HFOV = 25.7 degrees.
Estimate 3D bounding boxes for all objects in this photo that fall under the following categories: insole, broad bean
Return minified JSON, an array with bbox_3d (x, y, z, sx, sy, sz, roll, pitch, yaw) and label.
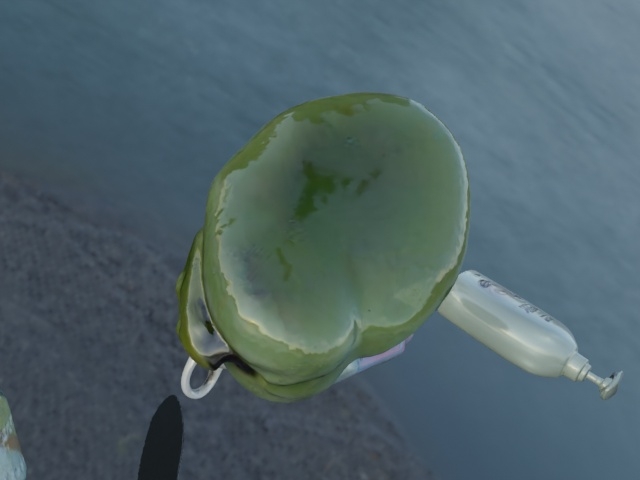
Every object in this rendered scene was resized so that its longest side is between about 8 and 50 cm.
[{"bbox_3d":[-0.097,0.157,0.856,0.002,0.053,0.153,28,33,-27],"label":"insole"},{"bbox_3d":[0.000,0.000,0.903,0.228,0.100,0.169,-37,74,-21],"label":"broad bean"}]

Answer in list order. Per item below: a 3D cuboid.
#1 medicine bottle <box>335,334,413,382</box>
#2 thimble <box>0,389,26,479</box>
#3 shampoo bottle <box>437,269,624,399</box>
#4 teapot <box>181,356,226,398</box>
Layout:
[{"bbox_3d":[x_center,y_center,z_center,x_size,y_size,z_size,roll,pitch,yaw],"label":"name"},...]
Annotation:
[{"bbox_3d":[0.035,0.117,1.722,0.188,0.119,0.094,-16,84,-54],"label":"medicine bottle"},{"bbox_3d":[-0.540,0.307,1.925,0.254,0.167,0.288,-15,8,-7],"label":"thimble"},{"bbox_3d":[0.169,0.080,1.118,0.152,0.045,0.077,35,15,21],"label":"shampoo bottle"},{"bbox_3d":[-0.113,0.096,1.764,0.145,0.226,0.092,32,-2,42],"label":"teapot"}]
